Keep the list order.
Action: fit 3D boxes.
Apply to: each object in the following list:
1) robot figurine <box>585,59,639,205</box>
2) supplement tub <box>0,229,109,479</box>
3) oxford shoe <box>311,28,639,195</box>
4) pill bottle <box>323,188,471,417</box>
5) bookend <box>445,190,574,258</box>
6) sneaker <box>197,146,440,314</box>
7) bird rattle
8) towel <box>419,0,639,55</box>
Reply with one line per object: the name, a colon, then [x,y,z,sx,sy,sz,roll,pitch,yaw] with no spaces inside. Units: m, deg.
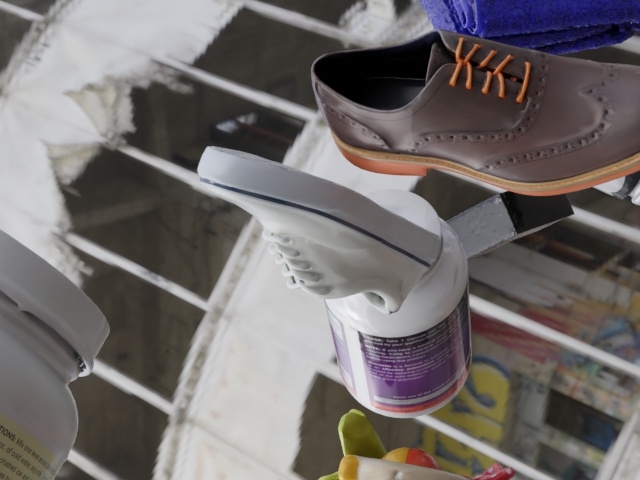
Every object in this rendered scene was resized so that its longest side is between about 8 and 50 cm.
robot figurine: [0.428,-0.158,1.784,0.209,0.278,0.173,-56,-11,-60]
supplement tub: [-0.297,0.143,0.737,0.325,0.235,0.235,-61,-34,-21]
oxford shoe: [0.119,-0.095,0.842,0.098,0.271,0.097,51,-135,-54]
pill bottle: [0.097,0.079,1.513,0.181,0.181,0.323,-50,-27,-23]
bookend: [0.304,-0.033,1.984,0.157,0.156,0.072,-17,-99,-40]
sneaker: [0.000,0.000,0.974,0.258,0.094,0.091,23,-91,-41]
bird rattle: [0.116,0.302,1.446,0.207,0.253,0.143,45,-117,-71]
towel: [0.181,-0.322,1.176,0.228,0.308,0.076,-13,-21,-11]
